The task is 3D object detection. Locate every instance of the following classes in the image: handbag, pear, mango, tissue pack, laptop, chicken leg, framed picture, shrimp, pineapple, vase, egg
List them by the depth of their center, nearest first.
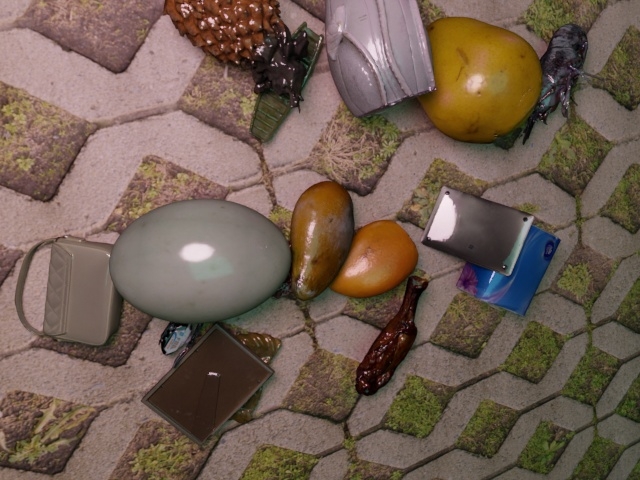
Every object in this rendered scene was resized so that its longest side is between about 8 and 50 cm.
[{"bbox_3d":[-0.140,-0.438,0.856,0.357,0.223,0.223,41,88,-18],"label":"pineapple"},{"bbox_3d":[-0.258,0.045,0.904,0.388,0.276,0.277,-1,103,-12],"label":"egg"},{"bbox_3d":[0.099,-0.517,0.912,0.249,0.250,0.446,-21,100,-12],"label":"vase"},{"bbox_3d":[-0.577,0.113,0.933,0.218,0.079,0.257,11,99,-8],"label":"handbag"},{"bbox_3d":[0.000,0.000,1.009,0.192,0.146,0.317,41,55,-52],"label":"mango"},{"bbox_3d":[0.389,-0.409,1.033,0.284,0.285,0.337,-21,68,-12],"label":"pear"},{"bbox_3d":[-0.296,0.386,1.075,0.211,0.020,0.289,44,92,-10],"label":"framed picture"},{"bbox_3d":[0.137,0.067,1.111,0.257,0.138,0.187,-40,99,-12],"label":"mango"},{"bbox_3d":[0.682,-0.441,1.150,0.137,0.172,0.373,14,91,-25],"label":"shrimp"},{"bbox_3d":[0.449,-0.031,1.172,0.268,0.015,0.188,22,95,15],"label":"laptop"},{"bbox_3d":[0.213,0.280,1.192,0.157,0.095,0.408,10,109,-50],"label":"chicken leg"},{"bbox_3d":[0.575,0.072,1.244,0.198,0.146,0.264,21,95,-21],"label":"tissue pack"}]

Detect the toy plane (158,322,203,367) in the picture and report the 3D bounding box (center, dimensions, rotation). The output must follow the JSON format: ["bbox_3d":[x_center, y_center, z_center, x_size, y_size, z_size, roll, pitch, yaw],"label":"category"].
[{"bbox_3d":[-0.347,0.225,1.034,0.078,0.053,0.197,36,84,-15],"label":"toy plane"}]

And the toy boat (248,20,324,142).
[{"bbox_3d":[-0.092,-0.377,0.980,0.093,0.055,0.293,28,92,-22],"label":"toy boat"}]

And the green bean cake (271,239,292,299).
[{"bbox_3d":[-0.095,0.078,1.082,0.135,0.056,0.136,-25,108,-12],"label":"green bean cake"}]

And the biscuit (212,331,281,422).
[{"bbox_3d":[-0.234,0.374,1.116,0.187,0.036,0.274,18,98,-16],"label":"biscuit"}]
